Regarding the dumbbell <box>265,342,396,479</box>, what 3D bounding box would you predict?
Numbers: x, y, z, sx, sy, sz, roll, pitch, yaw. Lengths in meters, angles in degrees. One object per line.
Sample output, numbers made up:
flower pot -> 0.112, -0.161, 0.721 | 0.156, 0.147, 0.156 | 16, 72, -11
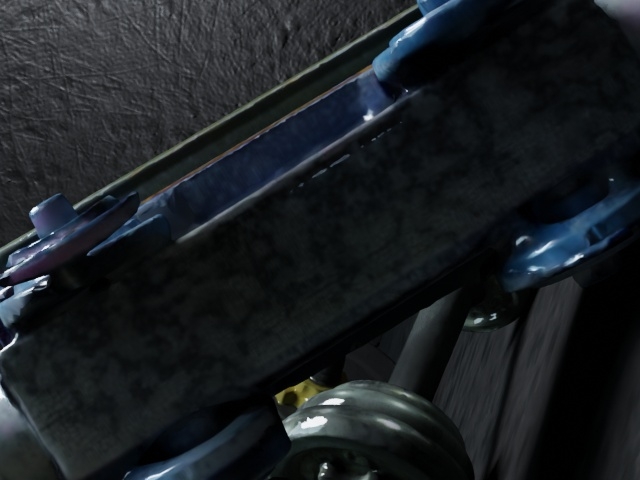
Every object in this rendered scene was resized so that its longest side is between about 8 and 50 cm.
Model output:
dumbbell -> -0.037, 0.224, 1.414 | 0.185, 0.185, 0.388 | -71, -1, -51

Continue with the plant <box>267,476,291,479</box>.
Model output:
plant -> -0.060, 0.210, 0.722 | 0.213, 0.312, 0.215 | -17, -78, -40

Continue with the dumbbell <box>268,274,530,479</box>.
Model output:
dumbbell -> 0.054, 0.060, 0.898 | 0.110, 0.110, 0.254 | 107, -173, -51

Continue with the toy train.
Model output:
toy train -> 0.000, 0.000, 0.671 | 0.299, 0.131, 0.202 | -30, 5, 0
